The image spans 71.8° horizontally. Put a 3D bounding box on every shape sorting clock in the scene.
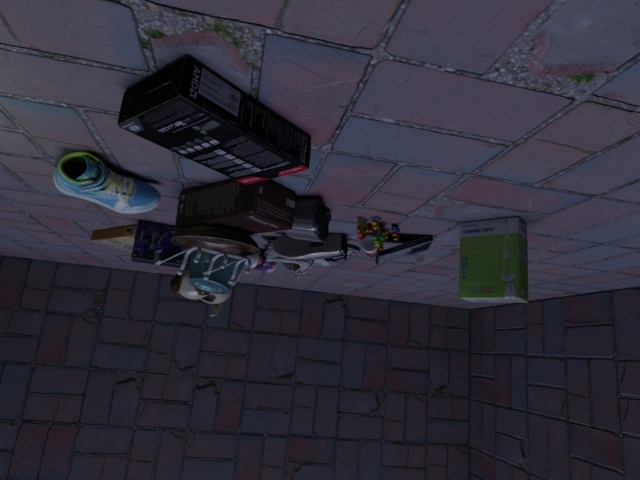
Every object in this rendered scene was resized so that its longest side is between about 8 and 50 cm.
[{"bbox_3d":[0.092,0.054,2.183,0.206,0.040,0.206,5,166,1],"label":"shape sorting clock"}]

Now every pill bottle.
[{"bbox_3d":[0.229,0.028,1.935,0.086,0.086,0.152,1,165,17],"label":"pill bottle"},{"bbox_3d":[-0.339,0.105,2.407,0.108,0.108,0.194,-8,161,43],"label":"pill bottle"}]

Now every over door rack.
[{"bbox_3d":[-0.453,0.099,1.685,0.324,0.108,0.240,-7,162,43],"label":"over door rack"}]

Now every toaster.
[{"bbox_3d":[-0.055,-0.073,1.551,0.147,0.129,0.227,4,168,14],"label":"toaster"}]

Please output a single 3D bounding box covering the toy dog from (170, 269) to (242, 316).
[{"bbox_3d":[-0.647,0.214,2.418,0.285,0.395,0.408,12,176,12],"label":"toy dog"}]

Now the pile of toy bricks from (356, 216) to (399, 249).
[{"bbox_3d":[0.229,-0.015,1.719,0.118,0.105,0.212,-5,163,34],"label":"pile of toy bricks"}]

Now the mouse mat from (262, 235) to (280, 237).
[{"bbox_3d":[-0.174,0.002,2.145,0.190,0.007,0.152,1,165,14],"label":"mouse mat"}]

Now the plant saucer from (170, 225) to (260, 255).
[{"bbox_3d":[-0.366,0.002,1.568,0.311,0.050,0.310,4,167,1],"label":"plant saucer"}]

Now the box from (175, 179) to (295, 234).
[{"bbox_3d":[-0.290,-0.103,1.494,0.382,0.143,0.191,-7,162,36],"label":"box"}]

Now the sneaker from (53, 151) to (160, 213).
[{"bbox_3d":[-0.650,-0.174,1.368,0.319,0.127,0.208,11,166,-26],"label":"sneaker"}]

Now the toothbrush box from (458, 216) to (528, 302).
[{"bbox_3d":[0.613,0.074,1.569,0.206,0.283,0.122,-7,163,38],"label":"toothbrush box"}]

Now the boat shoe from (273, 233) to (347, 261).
[{"bbox_3d":[-0.035,0.047,2.012,0.341,0.127,0.158,0,158,16],"label":"boat shoe"}]

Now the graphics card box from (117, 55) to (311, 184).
[{"bbox_3d":[-0.223,-0.243,0.997,0.233,0.094,0.371,-6,163,39],"label":"graphics card box"}]

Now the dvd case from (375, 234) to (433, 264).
[{"bbox_3d":[0.356,0.045,1.906,0.239,0.029,0.179,-17,165,0],"label":"dvd case"}]

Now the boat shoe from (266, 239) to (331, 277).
[{"bbox_3d":[-0.105,0.111,2.188,0.367,0.156,0.136,16,170,-35],"label":"boat shoe"}]

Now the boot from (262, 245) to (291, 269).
[{"bbox_3d":[-0.223,0.083,2.374,0.161,0.083,0.246,12,161,3],"label":"boot"}]

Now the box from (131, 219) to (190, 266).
[{"bbox_3d":[-0.726,0.022,2.058,0.261,0.184,0.103,10,166,-19],"label":"box"}]

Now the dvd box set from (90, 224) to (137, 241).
[{"bbox_3d":[-0.944,0.002,2.310,0.421,0.062,0.308,-5,163,36],"label":"dvd box set"}]

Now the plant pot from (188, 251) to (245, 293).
[{"bbox_3d":[-0.472,0.095,2.000,0.272,0.255,0.271,9,154,5],"label":"plant pot"}]
